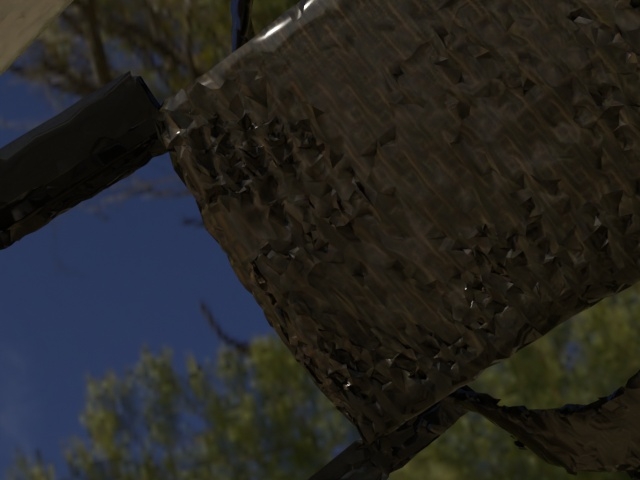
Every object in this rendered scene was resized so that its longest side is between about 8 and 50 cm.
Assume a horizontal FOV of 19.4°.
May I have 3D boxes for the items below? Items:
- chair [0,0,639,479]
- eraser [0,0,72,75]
[{"bbox_3d":[0.000,0.000,0.437,0.213,0.174,0.149,-34,-3,17],"label":"chair"},{"bbox_3d":[-0.243,0.015,0.558,0.397,0.213,0.082,-46,-51,3],"label":"eraser"}]
